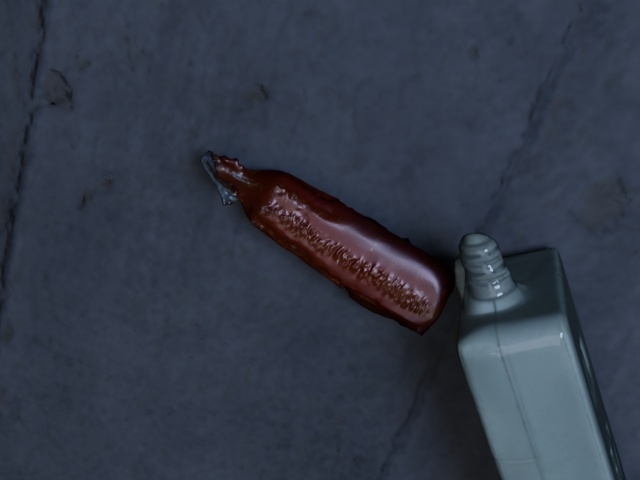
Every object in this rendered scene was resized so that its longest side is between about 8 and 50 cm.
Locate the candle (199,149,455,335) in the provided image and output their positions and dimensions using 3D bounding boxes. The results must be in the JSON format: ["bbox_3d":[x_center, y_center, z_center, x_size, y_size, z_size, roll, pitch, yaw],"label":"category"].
[{"bbox_3d":[0.000,0.000,0.474,0.162,0.048,0.053,32,135,-3],"label":"candle"}]

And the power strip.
[{"bbox_3d":[0.142,0.141,0.477,0.058,0.098,0.338,-15,109,20],"label":"power strip"}]
